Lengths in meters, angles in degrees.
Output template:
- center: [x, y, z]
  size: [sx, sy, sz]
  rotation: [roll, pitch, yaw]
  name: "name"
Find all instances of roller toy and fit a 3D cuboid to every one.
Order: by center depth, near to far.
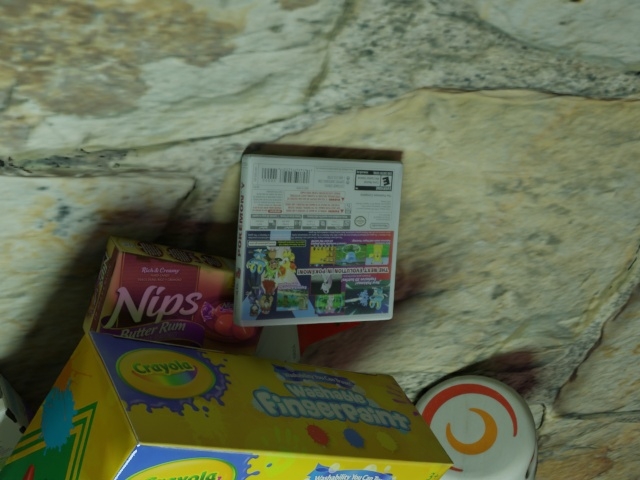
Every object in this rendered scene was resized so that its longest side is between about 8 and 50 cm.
- center: [0.232, 0.316, 1.599]
  size: [0.191, 0.209, 0.146]
  rotation: [-30, 143, -10]
  name: "roller toy"

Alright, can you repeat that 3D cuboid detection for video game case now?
- center: [0.000, 0.000, 1.171]
  size: [0.201, 0.023, 0.183]
  rotation: [0, 97, -33]
  name: "video game case"

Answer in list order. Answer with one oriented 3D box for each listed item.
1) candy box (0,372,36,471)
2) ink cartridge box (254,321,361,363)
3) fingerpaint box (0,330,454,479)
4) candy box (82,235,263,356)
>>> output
- center: [-0.403, 0.249, 1.226]
  size: [0.165, 0.070, 0.196]
  rotation: [-25, 142, -6]
  name: "candy box"
- center: [-0.050, 0.106, 1.309]
  size: [0.232, 0.066, 0.189]
  rotation: [-17, 139, -10]
  name: "ink cartridge box"
- center: [-0.130, 0.312, 1.191]
  size: [0.445, 0.163, 0.371]
  rotation: [15, 119, -42]
  name: "fingerpaint box"
- center: [-0.151, 0.067, 1.154]
  size: [0.187, 0.053, 0.109]
  rotation: [12, 105, -29]
  name: "candy box"
